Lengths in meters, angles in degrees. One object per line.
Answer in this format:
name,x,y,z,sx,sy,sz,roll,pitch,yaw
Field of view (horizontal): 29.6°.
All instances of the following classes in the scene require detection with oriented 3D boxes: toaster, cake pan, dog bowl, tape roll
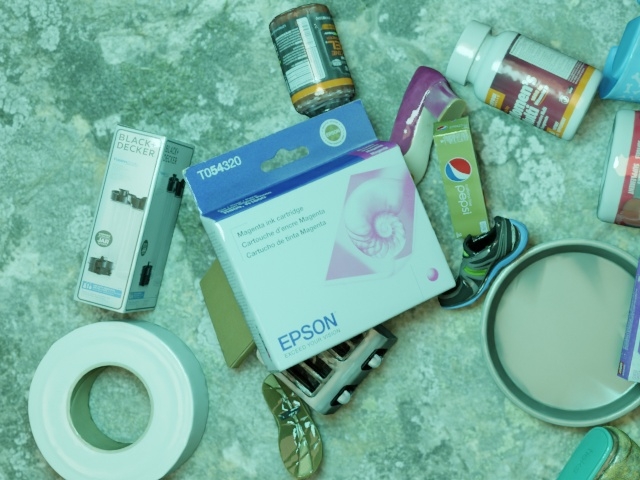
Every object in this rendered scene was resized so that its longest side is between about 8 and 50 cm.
toaster,0.005,0.163,1.934,0.186,0.110,0.168,41,95,9
cake pan,0.398,0.142,1.891,0.293,0.054,0.293,0,89,10
dog bowl,0.515,-0.343,1.833,0.074,0.166,0.297,20,92,-1
tape roll,-0.332,0.273,1.998,0.286,0.100,0.286,0,88,10

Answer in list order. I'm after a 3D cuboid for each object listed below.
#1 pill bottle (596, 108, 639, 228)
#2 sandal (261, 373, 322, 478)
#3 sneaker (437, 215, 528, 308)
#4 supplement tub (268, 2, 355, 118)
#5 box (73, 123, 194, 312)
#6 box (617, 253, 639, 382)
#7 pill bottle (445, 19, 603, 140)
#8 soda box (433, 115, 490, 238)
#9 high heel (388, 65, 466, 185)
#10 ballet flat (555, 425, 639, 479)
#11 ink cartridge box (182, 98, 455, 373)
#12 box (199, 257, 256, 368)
pill bottle,0.584,-0.087,1.800,0.319,0.176,0.176,10,90,10
sandal,-0.043,0.300,1.974,0.072,0.049,0.180,-24,70,3
sneaker,0.243,0.031,1.891,0.078,0.067,0.188,29,119,-19
supplement tub,-0.008,-0.273,1.950,0.106,0.106,0.197,-18,86,9
box,-0.299,-0.033,1.965,0.087,0.169,0.289,14,90,10
box,0.610,0.135,1.816,0.293,0.057,0.200,11,91,-5
pill bottle,0.315,-0.253,1.881,0.221,0.121,0.121,26,93,10
soda box,0.221,-0.098,1.887,0.058,0.061,0.181,-10,115,10
high heel,0.127,-0.164,1.952,0.244,0.082,0.117,-56,45,19
ballet flat,0.374,0.441,1.867,0.123,0.123,0.348,40,97,9
ink cartridge box,0.003,-0.016,1.814,0.324,0.071,0.330,-25,94,-22
box,-0.127,0.088,1.918,0.021,0.201,0.164,-6,63,-32
